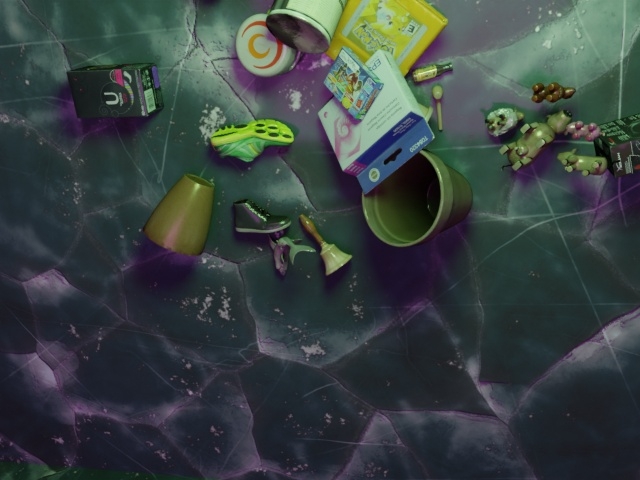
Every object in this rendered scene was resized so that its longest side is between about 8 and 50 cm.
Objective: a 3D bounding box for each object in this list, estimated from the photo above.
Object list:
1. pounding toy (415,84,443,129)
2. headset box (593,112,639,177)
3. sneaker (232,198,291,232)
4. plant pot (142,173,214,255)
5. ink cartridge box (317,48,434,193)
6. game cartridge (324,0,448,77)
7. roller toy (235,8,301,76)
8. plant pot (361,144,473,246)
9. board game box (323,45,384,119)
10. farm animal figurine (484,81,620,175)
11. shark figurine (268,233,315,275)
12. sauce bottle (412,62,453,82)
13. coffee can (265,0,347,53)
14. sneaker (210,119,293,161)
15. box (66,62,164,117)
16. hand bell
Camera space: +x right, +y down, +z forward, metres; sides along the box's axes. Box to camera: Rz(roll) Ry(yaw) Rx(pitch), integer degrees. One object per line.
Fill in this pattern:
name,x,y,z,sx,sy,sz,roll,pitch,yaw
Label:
pounding toy,0.326,-0.371,1.868,0.155,0.154,0.269,28,117,-4
headset box,1.015,-0.314,1.741,0.293,0.218,0.110,-16,113,16
sneaker,-0.225,-0.096,2.135,0.222,0.083,0.118,-3,114,12
plant pot,-0.500,-0.110,2.114,0.237,0.237,0.254,25,103,-3
ink cartridge box,0.162,-0.368,1.805,0.324,0.071,0.330,-39,65,40
game cartridge,0.184,-0.638,1.770,0.285,0.053,0.324,35,133,-8
roller toy,-0.166,-0.626,1.838,0.209,0.146,0.191,-16,102,23
plant pot,0.348,-0.143,1.874,0.323,0.280,0.323,3,94,47
board game box,0.099,-0.493,1.784,0.201,0.035,0.136,56,129,30
farm animal figurine,0.720,-0.317,1.786,0.327,0.172,0.330,-27,82,43
shark figurine,-0.110,0.020,2.146,0.116,0.278,0.166,-17,81,-22
sauce bottle,0.362,-0.546,1.843,0.128,0.042,0.042,-14,112,15
coffee can,-0.019,-0.722,1.668,0.201,0.201,0.275,21,82,0
sneaker,-0.236,-0.350,2.020,0.295,0.109,0.123,-3,138,9
box,-0.709,-0.521,1.983,0.270,0.143,0.165,0,115,10
hand bell,0.000,0.000,2.148,0.126,0.126,0.242,-36,91,23
